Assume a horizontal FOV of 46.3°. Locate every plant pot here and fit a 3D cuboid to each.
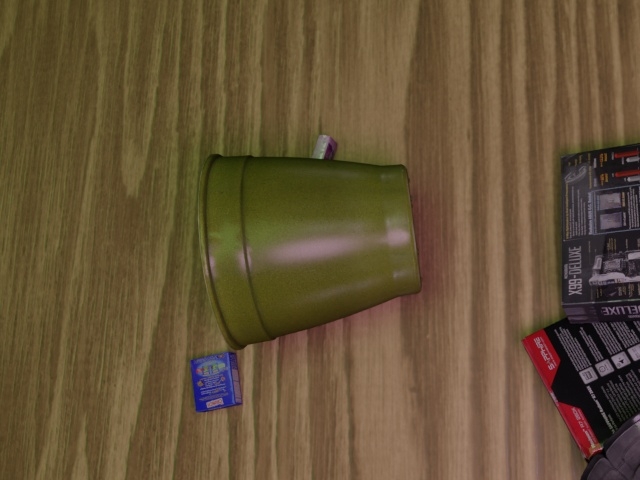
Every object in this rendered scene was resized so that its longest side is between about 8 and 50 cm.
[{"bbox_3d":[0.000,0.000,1.375,0.353,0.366,0.366,-7,74,6],"label":"plant pot"}]

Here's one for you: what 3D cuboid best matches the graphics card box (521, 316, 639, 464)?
[{"bbox_3d":[0.547,0.183,1.204,0.371,0.094,0.232,-30,51,12],"label":"graphics card box"}]

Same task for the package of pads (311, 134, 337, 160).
[{"bbox_3d":[0.005,-0.173,1.550,0.032,0.050,0.083,14,83,23],"label":"package of pads"}]

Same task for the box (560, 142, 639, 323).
[{"bbox_3d":[0.527,-0.020,1.236,0.243,0.076,0.307,-8,56,28],"label":"box"}]

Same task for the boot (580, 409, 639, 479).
[{"bbox_3d":[0.500,0.302,0.983,0.222,0.118,0.338,54,129,29],"label":"boot"}]

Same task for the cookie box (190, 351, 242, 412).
[{"bbox_3d":[-0.213,0.289,1.522,0.092,0.040,0.107,-14,72,17],"label":"cookie box"}]
